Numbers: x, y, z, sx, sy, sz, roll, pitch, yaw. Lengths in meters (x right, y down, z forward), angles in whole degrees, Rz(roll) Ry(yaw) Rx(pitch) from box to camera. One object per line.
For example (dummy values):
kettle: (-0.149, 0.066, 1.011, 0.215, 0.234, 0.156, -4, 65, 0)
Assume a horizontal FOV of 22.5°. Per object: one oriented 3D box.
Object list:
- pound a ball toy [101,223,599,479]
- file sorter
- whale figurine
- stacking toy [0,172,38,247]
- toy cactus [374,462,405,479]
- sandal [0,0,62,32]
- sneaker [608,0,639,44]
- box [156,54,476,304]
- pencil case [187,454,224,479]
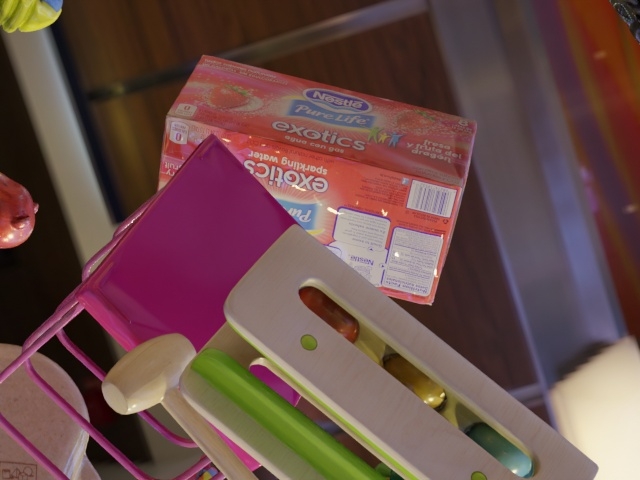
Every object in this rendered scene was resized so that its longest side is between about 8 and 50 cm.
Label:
pound a ball toy: (0.018, 0.126, 1.171, 0.136, 0.319, 0.208, -47, 174, -38)
file sorter: (-0.131, 0.085, 1.429, 0.182, 0.202, 0.290, -38, -169, 31)
whale figurine: (-0.321, 0.239, 1.567, 0.216, 0.272, 0.141, 9, 155, -33)
stacking toy: (-0.445, -0.055, 1.989, 0.130, 0.279, 0.309, -7, -152, 2)
toy cactus: (0.140, 0.356, 2.182, 0.112, 0.180, 0.219, 13, -151, -18)
sandal: (-0.458, -0.379, 2.034, 0.126, 0.317, 0.138, -20, -134, 50)
sneaker: (0.330, -0.252, 1.534, 0.125, 0.139, 0.341, -21, 156, 30)
box: (-0.005, -0.062, 1.645, 0.300, 0.154, 0.142, 13, -147, 5)
pencil case: (-0.114, 0.397, 2.076, 0.104, 0.236, 0.104, -35, 180, 0)
